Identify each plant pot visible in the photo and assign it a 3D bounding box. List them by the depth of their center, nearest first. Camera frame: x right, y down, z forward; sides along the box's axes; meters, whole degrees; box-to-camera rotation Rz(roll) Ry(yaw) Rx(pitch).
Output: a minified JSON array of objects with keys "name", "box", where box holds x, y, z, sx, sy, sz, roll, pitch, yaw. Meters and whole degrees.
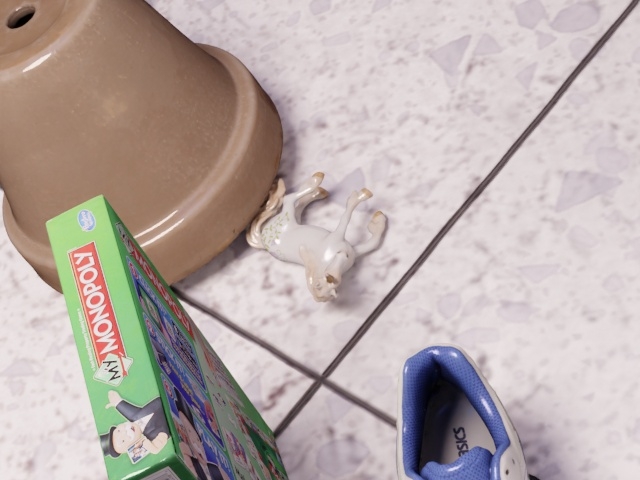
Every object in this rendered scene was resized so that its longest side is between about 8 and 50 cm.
[{"name":"plant pot","box":[-0.193,-0.115,1.323,0.263,0.229,0.263,-16,47,17]}]

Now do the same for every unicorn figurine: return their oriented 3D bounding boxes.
[{"name":"unicorn figurine","box":[0.000,0.000,1.292,0.162,0.060,0.111,8,53,50]}]

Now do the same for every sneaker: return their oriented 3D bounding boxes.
[{"name":"sneaker","box":[0.099,0.204,1.016,0.111,0.131,0.296,-20,50,4]}]

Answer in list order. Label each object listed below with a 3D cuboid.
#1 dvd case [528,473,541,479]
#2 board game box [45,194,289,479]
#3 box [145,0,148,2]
[{"name":"dvd case","box":[0.186,0.280,1.022,0.253,0.022,0.180,26,68,36]},{"name":"board game box","box":[-0.077,0.143,1.039,0.046,0.317,0.214,-26,49,3]},{"name":"box","box":[-0.381,-0.216,1.535,0.345,0.168,0.215,-42,50,-12]}]
